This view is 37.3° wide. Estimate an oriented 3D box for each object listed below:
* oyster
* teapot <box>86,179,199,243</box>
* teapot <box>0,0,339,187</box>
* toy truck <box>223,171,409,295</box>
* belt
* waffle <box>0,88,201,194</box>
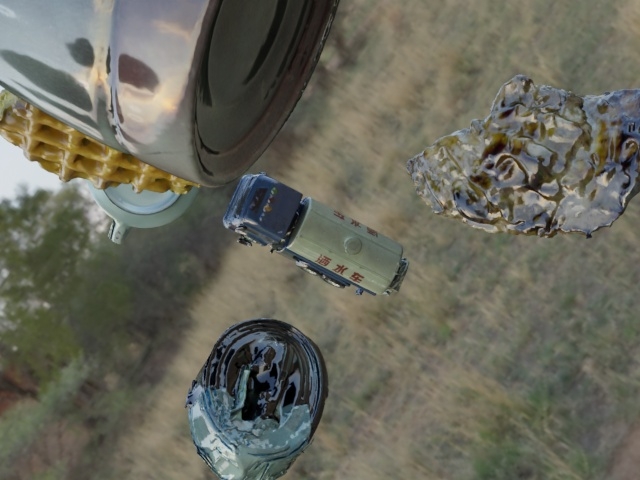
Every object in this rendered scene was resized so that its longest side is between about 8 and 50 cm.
[{"bbox_3d":[0.134,-0.056,0.643,0.177,0.056,0.105,7,85,43],"label":"oyster"},{"bbox_3d":[-0.243,-0.099,1.336,0.159,0.159,0.232,-112,48,-80],"label":"teapot"},{"bbox_3d":[-0.145,-0.235,0.649,0.233,0.312,0.315,74,-139,-75],"label":"teapot"},{"bbox_3d":[0.000,0.000,1.012,0.074,0.202,0.088,-66,18,-9],"label":"toy truck"},{"bbox_3d":[-0.050,0.125,0.756,0.058,0.105,0.140,120,165,-45],"label":"belt"},{"bbox_3d":[-0.226,-0.120,0.952,0.291,0.291,0.051,140,145,-62],"label":"waffle"}]
